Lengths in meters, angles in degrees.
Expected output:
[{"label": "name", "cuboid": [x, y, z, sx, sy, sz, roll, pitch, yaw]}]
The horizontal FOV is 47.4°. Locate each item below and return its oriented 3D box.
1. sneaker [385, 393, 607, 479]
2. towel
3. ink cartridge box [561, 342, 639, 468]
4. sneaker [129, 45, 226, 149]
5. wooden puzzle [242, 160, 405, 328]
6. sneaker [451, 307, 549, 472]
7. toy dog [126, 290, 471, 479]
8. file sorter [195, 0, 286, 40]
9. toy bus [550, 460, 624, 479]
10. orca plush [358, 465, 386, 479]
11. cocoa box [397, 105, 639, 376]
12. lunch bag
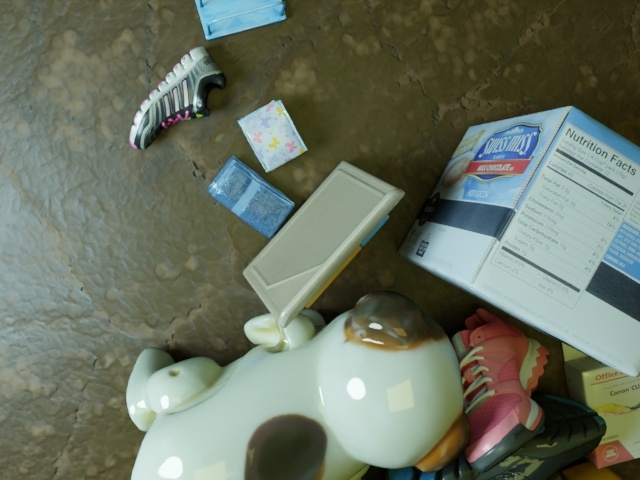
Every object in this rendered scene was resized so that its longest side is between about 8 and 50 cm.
[{"label": "sneaker", "cuboid": [0.259, 0.332, 1.065, 0.340, 0.125, 0.140, -17, 112, -11]}, {"label": "towel", "cuboid": [-0.099, -0.061, 1.054, 0.119, 0.029, 0.067, 37, 91, -10]}, {"label": "ink cartridge box", "cuboid": [0.454, 0.238, 1.137, 0.115, 0.067, 0.198, -14, 97, -5]}, {"label": "sneaker", "cuboid": [-0.193, -0.185, 1.011, 0.074, 0.063, 0.170, 39, 85, -3]}, {"label": "wooden puzzle", "cuboid": [0.000, 0.000, 0.969, 0.044, 0.238, 0.221, 42, 89, -21]}, {"label": "sneaker", "cuboid": [0.223, 0.196, 1.007, 0.136, 0.314, 0.116, 43, 117, 1]}, {"label": "toy dog", "cuboid": [-0.023, 0.209, 0.920, 0.407, 0.395, 0.285, -24, 89, 4]}, {"label": "file sorter", "cuboid": [-0.121, -0.376, 0.981, 0.118, 0.104, 0.171, -17, 97, -6]}, {"label": "toy bus", "cuboid": [0.322, 0.451, 1.096, 0.332, 0.108, 0.130, -22, 114, -12]}, {"label": "orca plush", "cuboid": [0.063, 0.404, 1.061, 0.287, 0.151, 0.102, -28, 56, -30]}, {"label": "cocoa box", "cuboid": [0.286, -0.011, 0.948, 0.231, 0.347, 0.228, 28, 91, -9]}, {"label": "lunch bag", "cuboid": [-0.068, -0.151, 1.038, 0.071, 0.053, 0.083, -31, 108, -1]}]
